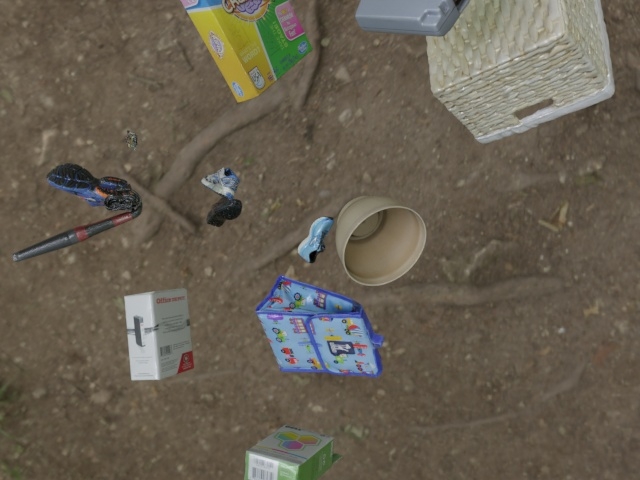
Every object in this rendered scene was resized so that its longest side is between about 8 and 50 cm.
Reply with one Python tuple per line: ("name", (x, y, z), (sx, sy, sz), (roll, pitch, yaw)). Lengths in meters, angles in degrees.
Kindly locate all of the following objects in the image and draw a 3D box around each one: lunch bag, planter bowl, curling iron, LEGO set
("lunch bag", (0.022, 0.223, 1.531), (0.293, 0.138, 0.221), (5, 131, 29))
("planter bowl", (0.094, -0.015, 1.134), (0.162, 0.109, 0.162), (-12, 125, -17))
("curling iron", (-0.453, -0.023, 1.180), (0.274, 0.035, 0.068), (-27, 68, 6))
("LEGO set", (-0.490, -0.263, 1.643), (0.083, 0.023, 0.054), (24, 126, 56))

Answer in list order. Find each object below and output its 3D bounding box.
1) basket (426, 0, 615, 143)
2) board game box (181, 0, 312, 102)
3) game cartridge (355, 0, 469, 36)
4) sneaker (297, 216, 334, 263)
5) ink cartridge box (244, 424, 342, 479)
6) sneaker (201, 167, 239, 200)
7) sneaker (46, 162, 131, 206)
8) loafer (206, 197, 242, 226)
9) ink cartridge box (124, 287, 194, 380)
("basket", (0.422, -0.443, 1.385), (0.328, 0.331, 0.266), (-18, 154, 39))
("board game box", (-0.166, -0.489, 1.326), (0.064, 0.242, 0.316), (-7, 124, 40))
("game cartridge", (0.194, -0.467, 1.062), (0.198, 0.297, 0.062), (21, 163, 47))
("sneaker", (0.000, 0.000, 1.831), (0.073, 0.063, 0.162), (54, 125, 36))
("ink cartridge box", (-0.043, 0.402, 1.188), (0.109, 0.209, 0.062), (6, 95, 25))
("sneaker", (-0.199, -0.121, 1.292), (0.052, 0.135, 0.058), (34, 86, -34))
("sneaker", (-0.604, -0.129, 1.636), (0.221, 0.083, 0.087), (19, 140, -3))
("loafer", (-0.306, -0.103, 1.995), (0.076, 0.078, 0.223), (17, 162, -25))
("ink cartridge box", (-0.520, 0.298, 2.038), (0.114, 0.197, 0.273), (-6, 88, 22))
